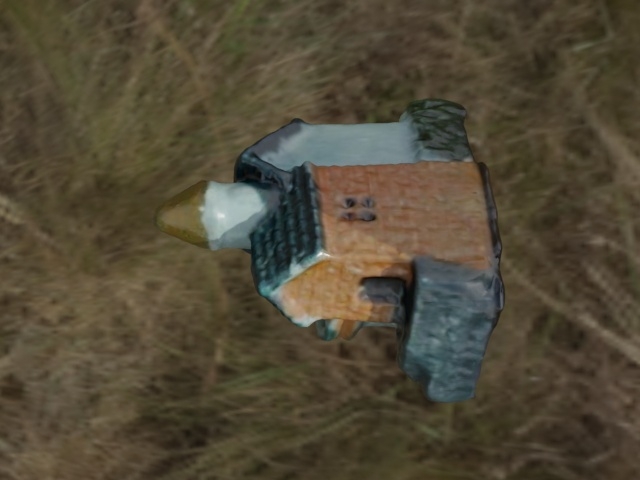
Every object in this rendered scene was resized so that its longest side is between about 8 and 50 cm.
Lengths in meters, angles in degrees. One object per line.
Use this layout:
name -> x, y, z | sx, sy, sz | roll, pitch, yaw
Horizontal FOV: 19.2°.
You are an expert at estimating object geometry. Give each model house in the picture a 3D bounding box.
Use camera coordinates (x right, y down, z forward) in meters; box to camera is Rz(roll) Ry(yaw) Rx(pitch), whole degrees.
model house -> 0.000, 0.000, 1.618 | 0.291, 0.184, 0.253 | 5, 45, -8
